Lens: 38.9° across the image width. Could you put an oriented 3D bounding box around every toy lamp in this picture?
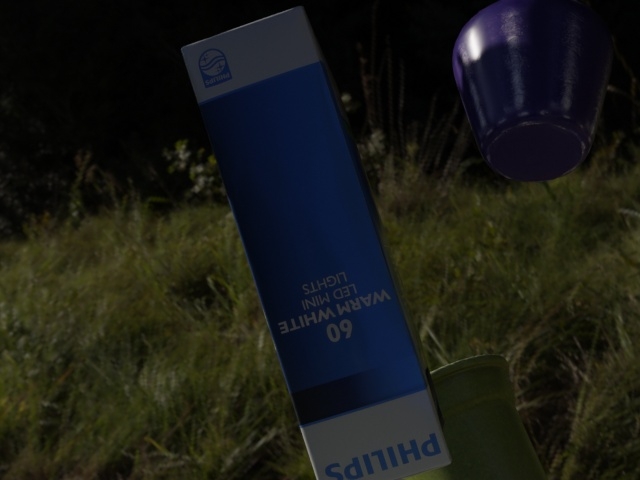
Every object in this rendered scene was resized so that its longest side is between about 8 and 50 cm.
[{"bbox_3d":[0.111,-0.152,0.484,0.080,0.080,0.274,-14,50,30],"label":"toy lamp"}]

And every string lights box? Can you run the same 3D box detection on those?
[{"bbox_3d":[0.003,0.008,0.547,0.077,0.259,0.133,-18,-5,5],"label":"string lights box"}]

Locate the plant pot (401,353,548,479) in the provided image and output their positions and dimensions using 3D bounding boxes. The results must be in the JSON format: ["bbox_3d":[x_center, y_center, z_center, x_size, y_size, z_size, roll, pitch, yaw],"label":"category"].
[{"bbox_3d":[0.204,0.340,1.257,0.276,0.276,0.254,-32,63,7],"label":"plant pot"}]
